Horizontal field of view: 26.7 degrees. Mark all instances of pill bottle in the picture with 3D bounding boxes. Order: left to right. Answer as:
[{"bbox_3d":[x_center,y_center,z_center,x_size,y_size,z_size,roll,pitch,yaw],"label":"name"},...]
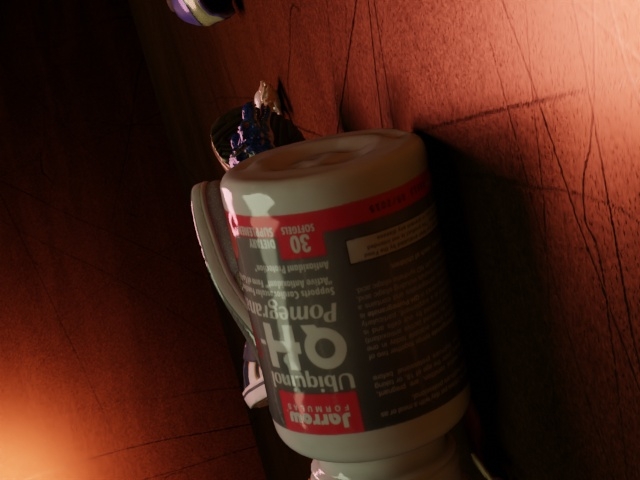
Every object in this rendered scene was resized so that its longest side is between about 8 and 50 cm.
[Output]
[{"bbox_3d":[0.031,0.078,1.144,0.176,0.176,0.319,-137,34,-73],"label":"pill bottle"}]

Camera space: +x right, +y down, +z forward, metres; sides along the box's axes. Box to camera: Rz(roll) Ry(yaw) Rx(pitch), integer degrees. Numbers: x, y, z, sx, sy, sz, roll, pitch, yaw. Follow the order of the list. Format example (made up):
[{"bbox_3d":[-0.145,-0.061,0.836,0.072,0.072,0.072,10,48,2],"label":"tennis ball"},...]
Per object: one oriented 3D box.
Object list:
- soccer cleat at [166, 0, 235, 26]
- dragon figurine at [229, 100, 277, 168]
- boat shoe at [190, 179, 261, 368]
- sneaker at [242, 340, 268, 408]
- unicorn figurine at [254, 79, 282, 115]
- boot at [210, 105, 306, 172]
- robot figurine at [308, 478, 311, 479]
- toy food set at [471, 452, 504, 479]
[{"bbox_3d":[-0.167,-0.439,1.853,0.121,0.093,0.289,14,118,44],"label":"soccer cleat"},{"bbox_3d":[0.000,0.000,1.299,0.085,0.144,0.289,117,138,-76],"label":"dragon figurine"},{"bbox_3d":[-0.033,0.068,1.378,0.320,0.103,0.118,61,-179,19],"label":"boat shoe"},{"bbox_3d":[-0.041,0.137,1.809,0.127,0.126,0.321,69,159,12],"label":"sneaker"},{"bbox_3d":[-0.074,-0.156,1.783,0.162,0.060,0.111,122,136,-54],"label":"unicorn figurine"},{"bbox_3d":[-0.030,0.010,1.507,0.236,0.089,0.269,44,154,32],"label":"boot"},{"bbox_3d":[0.048,0.437,1.855,0.211,0.085,0.291,92,161,-56],"label":"robot figurine"},{"bbox_3d":[0.159,0.237,1.127,0.078,0.019,0.122,-128,17,-67],"label":"toy food set"}]
